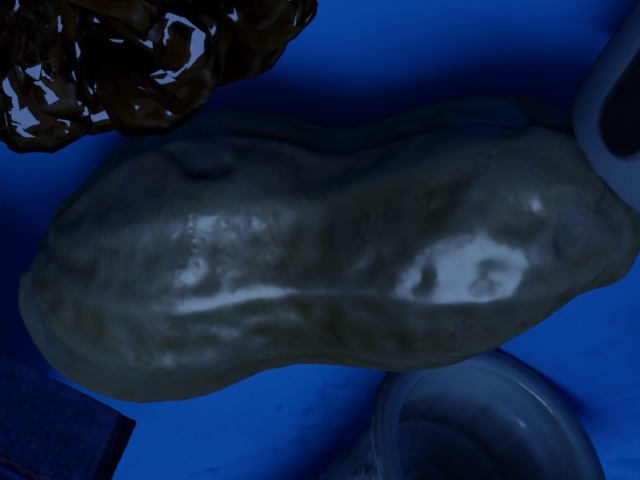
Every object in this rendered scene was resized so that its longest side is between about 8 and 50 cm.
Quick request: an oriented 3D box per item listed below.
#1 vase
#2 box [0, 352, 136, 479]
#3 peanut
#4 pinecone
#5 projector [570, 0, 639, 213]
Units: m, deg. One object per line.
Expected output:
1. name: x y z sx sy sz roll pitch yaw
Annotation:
1. vase: 0.006 0.183 1.034 0.143 0.143 0.299 30 135 -18
2. box: -0.263 0.093 0.952 0.261 0.116 0.279 29 158 -16
3. peanut: 0.000 0.000 0.855 0.290 0.130 0.130 -7 133 16
4. pinecone: -0.096 -0.131 0.686 0.221 0.221 0.221 6 136 6
5. projector: 0.211 -0.137 0.683 0.108 0.108 0.337 22 135 -10
